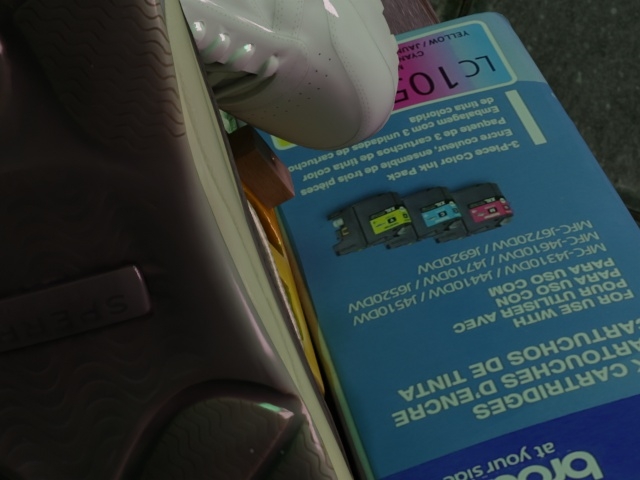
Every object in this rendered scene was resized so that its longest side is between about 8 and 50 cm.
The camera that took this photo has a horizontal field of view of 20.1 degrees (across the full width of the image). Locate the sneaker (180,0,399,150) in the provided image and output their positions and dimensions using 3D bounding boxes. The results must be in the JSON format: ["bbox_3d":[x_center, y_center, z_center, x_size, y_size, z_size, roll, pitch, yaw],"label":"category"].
[{"bbox_3d":[-0.061,-0.092,0.645,0.235,0.090,0.095,39,42,-33],"label":"sneaker"}]

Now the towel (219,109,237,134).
[{"bbox_3d":[0.000,0.000,1.111,0.187,0.049,0.282,54,14,-41],"label":"towel"}]

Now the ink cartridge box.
[{"bbox_3d":[0.092,0.119,0.790,0.395,0.151,0.270,-108,-179,-52],"label":"ink cartridge box"}]

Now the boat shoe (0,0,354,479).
[{"bbox_3d":[-0.053,0.041,0.501,0.130,0.132,0.355,-83,164,-72],"label":"boat shoe"}]

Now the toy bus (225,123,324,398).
[{"bbox_3d":[-0.063,-0.005,0.730,0.202,0.104,0.191,62,12,-5],"label":"toy bus"}]
